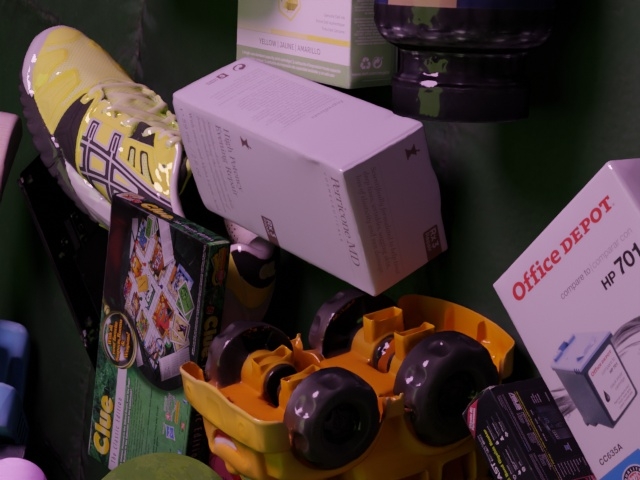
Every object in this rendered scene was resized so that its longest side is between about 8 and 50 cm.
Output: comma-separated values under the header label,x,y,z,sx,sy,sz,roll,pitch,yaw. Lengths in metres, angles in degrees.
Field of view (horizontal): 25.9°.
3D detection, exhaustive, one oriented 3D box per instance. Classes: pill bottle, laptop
label,x,y,z,sx,sy,sz,roll,pitch,yaw
pill bottle,0.097,-0.192,0.920,0.123,0.122,0.219,17,109,53
laptop,-0.227,0.008,1.523,0.264,0.136,0.234,-40,60,22

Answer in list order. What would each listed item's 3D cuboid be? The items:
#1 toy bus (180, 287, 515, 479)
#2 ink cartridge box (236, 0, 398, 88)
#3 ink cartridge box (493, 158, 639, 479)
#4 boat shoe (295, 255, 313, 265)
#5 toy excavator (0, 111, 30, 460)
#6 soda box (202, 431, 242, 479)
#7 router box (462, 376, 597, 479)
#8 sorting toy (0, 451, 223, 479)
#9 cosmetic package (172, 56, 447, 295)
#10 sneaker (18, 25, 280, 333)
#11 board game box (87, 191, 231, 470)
label,x,y,z,sx,sy,sz,roll,pitch,yaw
toy bus,0.022,0.159,1.015,0.149,0.220,0.211,27,124,53
ink cartridge box,-0.001,-0.249,1.117,0.171,0.056,0.235,21,115,53
ink cartridge box,0.206,0.063,0.841,0.140,0.082,0.191,-54,54,45
boat shoe,0.002,0.000,1.159,0.133,0.049,0.042,35,126,52
toy excavator,-0.434,0.114,1.652,0.433,0.222,0.445,109,168,-67
soda box,-0.110,0.148,1.304,0.263,0.092,0.083,22,112,52
router box,0.160,0.148,0.912,0.038,0.092,0.122,-53,53,45
sorting toy,-0.108,0.265,1.177,0.126,0.365,0.127,93,-173,-57
cosmetic package,-0.012,-0.056,1.096,0.231,0.085,0.117,27,141,49
sneaker,-0.149,-0.070,1.307,0.385,0.145,0.147,54,130,21
board game box,-0.144,0.100,1.218,0.136,0.030,0.260,25,116,37
